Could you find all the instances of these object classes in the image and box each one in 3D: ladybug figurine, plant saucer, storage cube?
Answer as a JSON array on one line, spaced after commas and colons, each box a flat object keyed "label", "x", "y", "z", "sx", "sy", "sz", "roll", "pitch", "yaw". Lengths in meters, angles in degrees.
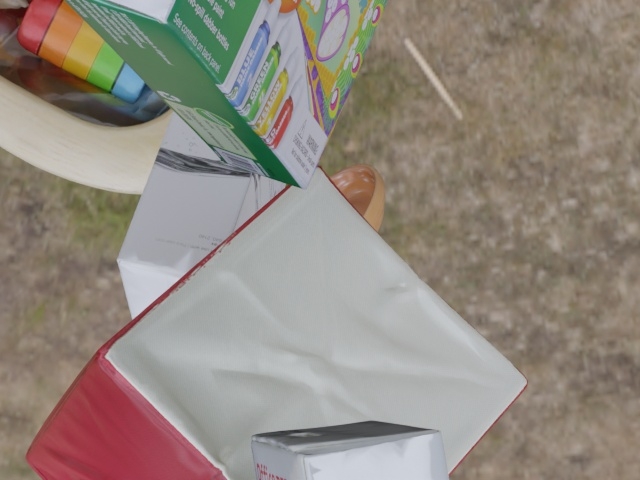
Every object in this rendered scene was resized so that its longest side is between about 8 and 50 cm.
[{"label": "ladybug figurine", "x": -0.248, "y": -0.210, "z": 1.547, "sx": 0.449, "sy": 0.305, "sz": 0.162, "roll": 32, "pitch": 168, "yaw": -5}, {"label": "plant saucer", "x": 0.000, "y": 0.000, "z": 1.564, "sx": 0.200, "sy": 0.200, "sz": 0.037, "roll": -34, "pitch": 113, "yaw": 27}, {"label": "storage cube", "x": -0.032, "y": 0.108, "z": 0.835, "sx": 0.183, "sy": 0.215, "sz": 0.193, "roll": 46, "pitch": 146, "yaw": 3}]

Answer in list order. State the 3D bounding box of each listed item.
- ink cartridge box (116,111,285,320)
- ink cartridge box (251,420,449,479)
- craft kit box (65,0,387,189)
[{"label": "ink cartridge box", "x": -0.084, "y": -0.021, "z": 1.085, "sx": 0.082, "sy": 0.190, "sz": 0.139, "roll": 13, "pitch": 149, "yaw": 8}, {"label": "ink cartridge box", "x": 0.019, "y": 0.153, "z": 0.593, "sx": 0.063, "sy": 0.150, "sz": 0.109, "roll": -8, "pitch": 177, "yaw": -14}, {"label": "craft kit box", "x": -0.005, "y": -0.168, "z": 0.612, "sx": 0.061, "sy": 0.246, "sz": 0.250, "roll": 19, "pitch": 173, "yaw": 14}]
